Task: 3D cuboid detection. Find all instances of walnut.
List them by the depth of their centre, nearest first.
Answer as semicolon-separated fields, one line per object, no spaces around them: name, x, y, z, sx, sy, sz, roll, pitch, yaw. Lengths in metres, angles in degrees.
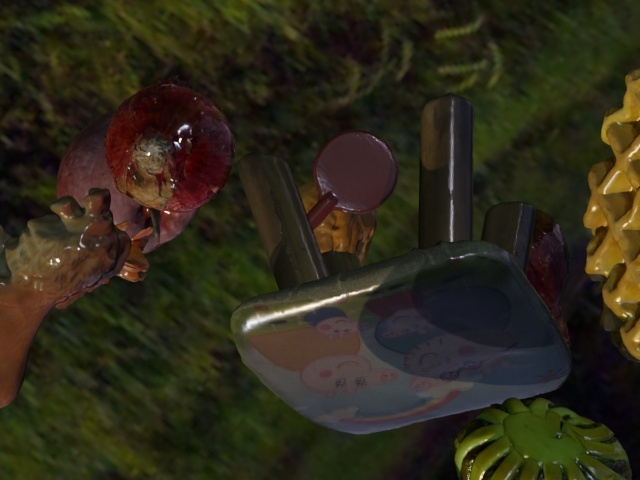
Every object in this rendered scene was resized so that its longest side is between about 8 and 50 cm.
walnut;0.000;0.000;2.009;0.144;0.144;0.180;-7;111;-72

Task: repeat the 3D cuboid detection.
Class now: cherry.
cherry;-0.288;-0.090;2.183;0.236;0.285;0.213;-20;133;-10

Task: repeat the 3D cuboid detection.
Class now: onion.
onion;-0.205;-0.126;1.894;0.184;0.184;0.147;-55;171;4

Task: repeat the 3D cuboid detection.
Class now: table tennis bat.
table tennis bat;0.024;-0.061;1.664;0.154;0.098;0.019;-48;178;-10

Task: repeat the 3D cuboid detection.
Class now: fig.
fig;0.309;0.049;2.175;0.149;0.202;0.148;-3;144;-19

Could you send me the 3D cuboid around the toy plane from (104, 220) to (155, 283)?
toy plane;-0.282;0.025;1.648;0.188;0.062;0.135;-9;151;-22

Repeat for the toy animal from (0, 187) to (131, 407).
toy animal;-0.293;0.069;1.315;0.312;0.158;0.097;-59;-162;19

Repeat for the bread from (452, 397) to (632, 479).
bread;0.177;0.178;1.147;0.130;0.139;0.071;-22;134;-23

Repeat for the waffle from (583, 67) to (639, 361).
waffle;0.303;-0.026;1.121;0.065;0.283;0.309;1;96;-30

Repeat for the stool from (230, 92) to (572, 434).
stool;0.086;0.040;1.532;0.310;0.310;0.226;52;29;-50
